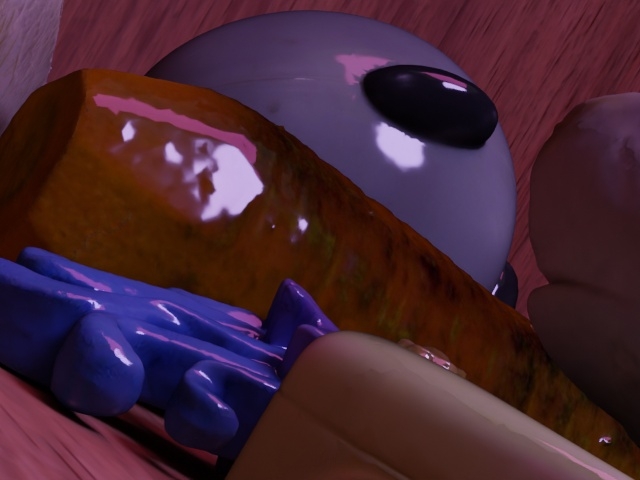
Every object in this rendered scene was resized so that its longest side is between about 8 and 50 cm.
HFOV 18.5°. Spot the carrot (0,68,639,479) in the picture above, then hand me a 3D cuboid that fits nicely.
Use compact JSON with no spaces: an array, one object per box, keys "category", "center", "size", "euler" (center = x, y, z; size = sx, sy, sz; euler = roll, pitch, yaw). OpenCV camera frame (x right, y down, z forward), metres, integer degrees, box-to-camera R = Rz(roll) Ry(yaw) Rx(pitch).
[{"category":"carrot","center":[0.008,0.039,0.749],"size":[0.302,0.114,0.114],"euler":[32,-1,-29]}]

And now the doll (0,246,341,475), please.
[{"category":"doll","center":[-0.030,0.043,0.611],"size":[0.206,0.067,0.110],"euler":[20,16,-12]}]

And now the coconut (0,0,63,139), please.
[{"category":"coconut","center":[-0.172,-0.101,0.723],"size":[0.161,0.162,0.161],"euler":[31,-1,1]}]

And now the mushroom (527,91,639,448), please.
[{"category":"mushroom","center":[0.236,0.049,0.435],"size":[0.407,0.137,0.154],"euler":[15,-32,45]}]

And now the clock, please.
[{"category":"clock","center":[0.094,0.108,0.442],"size":[0.232,0.069,0.170],"euler":[31,-2,31]}]

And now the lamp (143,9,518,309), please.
[{"category":"lamp","center":[0.000,0.000,0.914],"size":[0.198,0.198,0.244],"euler":[30,-17,30]}]
